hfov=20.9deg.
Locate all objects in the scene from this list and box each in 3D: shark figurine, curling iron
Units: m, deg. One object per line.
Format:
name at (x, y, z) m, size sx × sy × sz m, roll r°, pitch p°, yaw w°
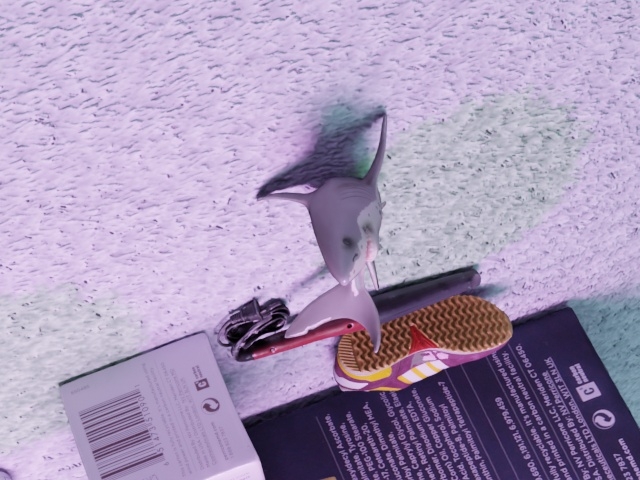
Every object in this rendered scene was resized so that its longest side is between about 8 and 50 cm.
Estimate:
shark figurine at (0.002, -0.010, 1.504) m, size 0.116 × 0.166 × 0.278 m, roll 5°, pitch 164°, yaw 2°
curling iron at (0.033, 0.069, 1.671) m, size 0.274 × 0.035 × 0.068 m, roll -11°, pitch 146°, yaw -20°

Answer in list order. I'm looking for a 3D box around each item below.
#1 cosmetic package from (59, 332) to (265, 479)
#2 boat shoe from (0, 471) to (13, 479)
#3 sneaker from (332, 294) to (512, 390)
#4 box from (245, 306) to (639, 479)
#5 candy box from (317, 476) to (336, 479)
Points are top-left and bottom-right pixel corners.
cosmetic package at (-0.142, 0.214, 1.662) m, size 0.151 × 0.151 × 0.183 m, roll -21°, pitch 149°, yaw -7°
boat shoe at (-0.438, 0.321, 1.656) m, size 0.335 × 0.119 × 0.121 m, roll -18°, pitch 148°, yaw -9°
sneaker at (0.101, 0.108, 1.757) m, size 0.185 × 0.069 × 0.084 m, roll -9°, pitch 155°, yaw -12°
box at (0.119, 0.376, 1.941) m, size 0.472 × 0.297 × 0.480 m, roll -21°, pitch 149°, yaw -9°
candy box at (-0.052, 0.290, 1.589) m, size 0.187 × 0.109 × 0.053 m, roll -9°, pitch 145°, yaw -28°
